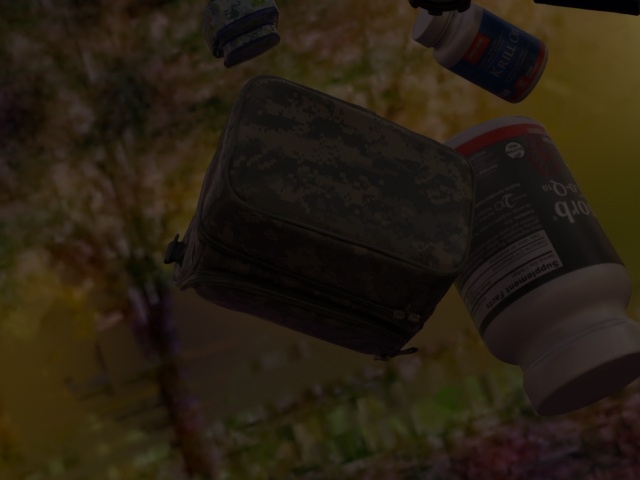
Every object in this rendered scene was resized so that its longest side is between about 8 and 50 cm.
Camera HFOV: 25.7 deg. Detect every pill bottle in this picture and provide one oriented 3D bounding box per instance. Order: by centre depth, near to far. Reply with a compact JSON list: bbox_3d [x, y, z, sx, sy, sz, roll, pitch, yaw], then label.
[{"bbox_3d":[0.281,0.034,1.854,0.210,0.363,0.210,-21,-24,-10],"label":"pill bottle"},{"bbox_3d":[0.274,-0.338,2.445,0.221,0.124,0.124,25,-16,-16],"label":"pill bottle"}]

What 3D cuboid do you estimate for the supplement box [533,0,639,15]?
[{"bbox_3d":[0.498,-0.588,2.414,0.195,0.357,0.194,11,-32,22],"label":"supplement box"}]

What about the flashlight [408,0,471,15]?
[{"bbox_3d":[0.182,-0.490,2.086,0.103,0.304,0.103,-6,-21,25],"label":"flashlight"}]

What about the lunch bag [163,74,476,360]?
[{"bbox_3d":[0.000,0.000,1.575,0.305,0.213,0.256,19,-39,-12],"label":"lunch bag"}]

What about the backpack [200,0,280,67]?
[{"bbox_3d":[-0.102,-0.289,1.882,0.105,0.084,0.114,-25,-10,-9],"label":"backpack"}]
